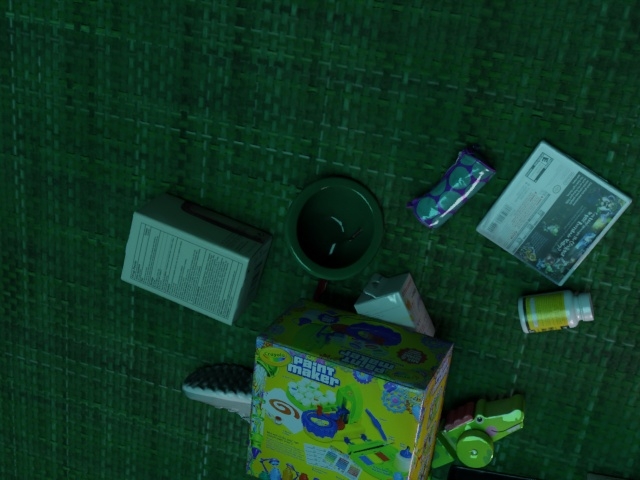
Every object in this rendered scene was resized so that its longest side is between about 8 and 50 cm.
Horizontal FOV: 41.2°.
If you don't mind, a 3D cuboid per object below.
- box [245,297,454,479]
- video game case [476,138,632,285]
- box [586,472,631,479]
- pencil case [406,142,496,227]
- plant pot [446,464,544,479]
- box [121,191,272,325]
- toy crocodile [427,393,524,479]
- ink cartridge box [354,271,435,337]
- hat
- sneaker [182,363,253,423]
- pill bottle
[{"bbox_3d":[0.046,0.288,1.450,0.290,0.177,0.279,16,116,20],"label":"box"},{"bbox_3d":[0.380,-0.043,1.399,0.173,0.022,0.190,34,117,3],"label":"video game case"},{"bbox_3d":[0.557,0.536,1.521,0.181,0.119,0.182,7,113,16],"label":"box"},{"bbox_3d":[0.217,-0.088,1.409,0.070,0.064,0.152,34,118,-15],"label":"pencil case"},{"bbox_3d":[0.316,0.551,1.569,0.188,0.187,0.167,5,114,16],"label":"plant pot"},{"bbox_3d":[-0.227,0.031,1.570,0.232,0.127,0.149,22,117,9],"label":"box"},{"bbox_3d":[0.224,0.367,1.564,0.340,0.115,0.105,-32,98,27],"label":"toy crocodile"},{"bbox_3d":[0.130,0.130,1.511,0.090,0.092,0.143,-19,105,24],"label":"ink cartridge box"},{"bbox_3d":[0.000,0.000,1.541,0.173,0.183,0.208,36,76,-6],"label":"hat"},{"bbox_3d":[-0.141,0.326,1.674,0.281,0.105,0.115,10,114,14],"label":"sneaker"},{"bbox_3d":[0.396,0.118,1.434,0.116,0.065,0.065,-11,108,22],"label":"pill bottle"}]
